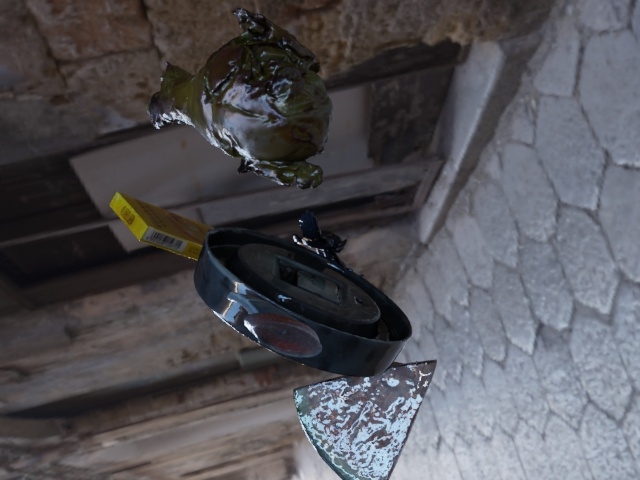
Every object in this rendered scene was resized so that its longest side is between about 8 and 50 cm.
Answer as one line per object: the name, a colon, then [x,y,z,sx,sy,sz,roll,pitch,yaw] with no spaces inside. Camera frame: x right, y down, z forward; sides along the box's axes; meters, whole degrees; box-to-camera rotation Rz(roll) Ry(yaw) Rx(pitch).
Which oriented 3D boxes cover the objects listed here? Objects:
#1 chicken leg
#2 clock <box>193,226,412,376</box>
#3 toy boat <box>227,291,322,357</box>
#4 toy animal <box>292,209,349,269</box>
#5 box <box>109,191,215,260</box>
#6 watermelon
chicken leg: [-0.125,-0.211,1.098,0.361,0.140,0.211,29,110,39]
clock: [-0.031,0.097,1.358,0.076,0.386,0.386,-64,20,14]
toy boat: [-0.051,0.076,0.826,0.034,0.096,0.122,-62,30,7]
toy animal: [0.000,0.000,1.520,0.108,0.062,0.220,37,167,36]
box: [-0.284,-0.012,1.634,0.269,0.043,0.152,24,-166,-46]
watermelon: [0.141,0.384,1.691,0.293,0.283,0.250,-15,89,40]
